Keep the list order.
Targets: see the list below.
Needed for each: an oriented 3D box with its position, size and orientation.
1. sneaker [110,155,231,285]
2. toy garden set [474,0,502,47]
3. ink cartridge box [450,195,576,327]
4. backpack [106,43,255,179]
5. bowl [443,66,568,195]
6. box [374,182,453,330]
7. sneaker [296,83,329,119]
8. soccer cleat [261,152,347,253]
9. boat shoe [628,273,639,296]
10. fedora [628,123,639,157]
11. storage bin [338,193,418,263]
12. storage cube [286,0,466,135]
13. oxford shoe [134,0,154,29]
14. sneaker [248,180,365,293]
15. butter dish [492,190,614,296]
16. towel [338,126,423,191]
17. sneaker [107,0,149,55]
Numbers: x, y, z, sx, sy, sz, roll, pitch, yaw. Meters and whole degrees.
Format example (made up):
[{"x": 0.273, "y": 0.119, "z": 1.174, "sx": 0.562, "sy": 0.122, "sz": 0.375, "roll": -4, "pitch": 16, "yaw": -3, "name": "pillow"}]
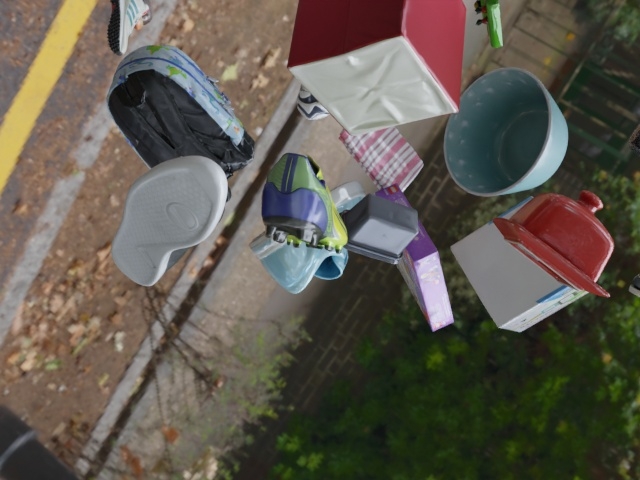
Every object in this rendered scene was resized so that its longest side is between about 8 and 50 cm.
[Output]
[{"x": -0.163, "y": -0.057, "z": 1.014, "sx": 0.147, "sy": 0.104, "sz": 0.296, "roll": -54, "pitch": -173, "yaw": -35, "name": "sneaker"}, {"x": 0.271, "y": -0.500, "z": 1.472, "sx": 0.204, "sy": 0.049, "sz": 0.244, "roll": 63, "pitch": 16, "yaw": -56, "name": "toy garden set"}, {"x": 0.432, "y": 0.060, "z": 1.730, "sx": 0.198, "sy": 0.197, "sz": 0.270, "roll": -34, "pitch": 161, "yaw": 15, "name": "ink cartridge box"}, {"x": -0.373, "y": -0.317, "z": 2.063, "sx": 0.290, "sy": 0.273, "sz": 0.355, "roll": -23, "pitch": 140, "yaw": 27, "name": "backpack"}, {"x": 0.465, "y": -0.243, "z": 1.965, "sx": 0.163, "sy": 0.311, "sz": 0.311, "roll": 12, "pitch": 116, "yaw": -39, "name": "bowl"}, {"x": 0.204, "y": 0.041, "z": 1.761, "sx": 0.057, "sy": 0.201, "sz": 0.293, "roll": -25, "pitch": 143, "yaw": -1, "name": "box"}, {"x": 0.053, "y": -0.376, "z": 1.826, "sx": 0.235, "sy": 0.094, "sz": 0.153, "roll": -20, "pitch": 143, "yaw": -18, "name": "sneaker"}, {"x": -0.011, "y": -0.049, "z": 1.097, "sx": 0.289, "sy": 0.093, "sz": 0.121, "roll": 25, "pitch": 73, "yaw": -80, "name": "soccer cleat"}, {"x": 0.711, "y": 0.060, "z": 1.467, "sx": 0.116, "sy": 0.319, "sz": 0.099, "roll": -106, "pitch": -163, "yaw": -74, "name": "boat shoe"}, {"x": 0.747, "y": -0.194, "z": 1.714, "sx": 0.152, "sy": 0.334, "sz": 0.334, "roll": -35, "pitch": 172, "yaw": 18, "name": "fedora"}, {"x": 0.111, "y": -0.032, "z": 1.489, "sx": 0.091, "sy": 0.135, "sz": 0.098, "roll": -47, "pitch": -147, "yaw": 46, "name": "storage bin"}, {"x": 0.088, "y": -0.289, "z": 1.171, "sx": 0.215, "sy": 0.184, "sz": 0.193, "roll": 41, "pitch": 49, "yaw": -47, "name": "storage cube"}, {"x": -0.380, "y": -0.589, "z": 1.767, "sx": 0.133, "sy": 0.363, "sz": 0.130, "roll": -12, "pitch": 142, "yaw": -4, "name": "oxford shoe"}, {"x": 0.000, "y": 0.000, "z": 1.590, "sx": 0.135, "sy": 0.150, "sz": 0.366, "roll": -27, "pitch": -175, "yaw": 38, "name": "sneaker"}, {"x": 0.328, "y": -0.014, "z": 1.091, "sx": 0.118, "sy": 0.160, "sz": 0.160, "roll": -53, "pitch": -179, "yaw": 4, "name": "butter dish"}, {"x": 0.137, "y": -0.196, "z": 1.782, "sx": 0.029, "sy": 0.197, "sz": 0.144, "roll": -22, "pitch": -157, "yaw": 52, "name": "towel"}, {"x": -0.367, "y": -0.436, "z": 1.587, "sx": 0.075, "sy": 0.057, "sz": 0.161, "roll": 2, "pitch": 86, "yaw": -38, "name": "sneaker"}]
